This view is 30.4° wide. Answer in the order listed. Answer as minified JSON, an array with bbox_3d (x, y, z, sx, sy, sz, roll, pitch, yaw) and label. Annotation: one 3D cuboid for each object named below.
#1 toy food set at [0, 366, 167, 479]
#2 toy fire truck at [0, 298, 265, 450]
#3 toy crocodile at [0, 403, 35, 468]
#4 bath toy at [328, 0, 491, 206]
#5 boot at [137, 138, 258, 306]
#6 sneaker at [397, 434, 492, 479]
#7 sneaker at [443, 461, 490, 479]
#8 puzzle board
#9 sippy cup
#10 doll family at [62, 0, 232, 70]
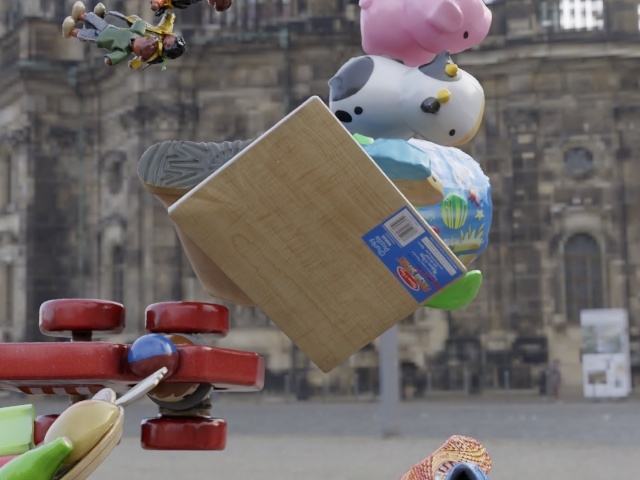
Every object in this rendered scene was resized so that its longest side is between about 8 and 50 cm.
[{"bbox_3d":[-0.177,0.138,0.752,0.132,0.038,0.192,-34,10,17],"label":"toy food set"},{"bbox_3d":[-0.219,0.144,1.285,0.302,0.169,0.254,0,-9,5],"label":"toy fire truck"},{"bbox_3d":[-0.352,0.332,1.306,0.115,0.341,0.105,-3,-37,-3],"label":"toy crocodile"},{"bbox_3d":[0.097,-0.207,1.145,0.151,0.348,0.129,12,-21,3],"label":"bath toy"},{"bbox_3d":[-0.071,-0.010,1.382,0.236,0.089,0.269,12,-28,23],"label":"boot"},{"bbox_3d":[0.145,0.285,1.442,0.175,0.064,0.067,-9,-29,-45],"label":"sneaker"},{"bbox_3d":[0.134,0.324,1.173,0.069,0.209,0.082,2,-26,17],"label":"sneaker"},{"bbox_3d":[0.000,0.000,0.601,0.096,0.128,0.011,-37,25,14],"label":"puzzle board"},{"bbox_3d":[0.091,-0.038,1.515,0.224,0.306,0.240,-1,-17,-32],"label":"sippy cup"},{"bbox_3d":[-0.164,-0.230,1.173,0.111,0.193,0.076,20,-27,12],"label":"doll family"}]
